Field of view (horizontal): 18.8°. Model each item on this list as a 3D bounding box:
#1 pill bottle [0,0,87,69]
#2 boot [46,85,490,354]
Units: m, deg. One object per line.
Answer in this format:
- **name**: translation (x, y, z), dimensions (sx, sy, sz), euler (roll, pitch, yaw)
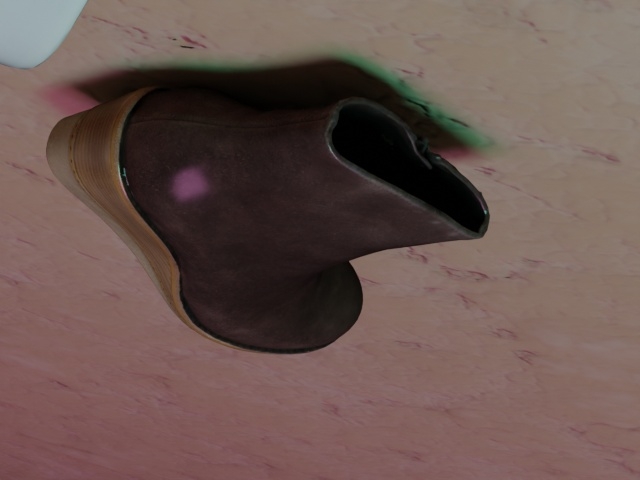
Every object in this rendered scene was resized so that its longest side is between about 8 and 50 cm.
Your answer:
- **pill bottle**: translation (-0.200, -0.160, 0.444), dimensions (0.334, 0.188, 0.188), euler (19, 163, -18)
- **boot**: translation (0.000, 0.000, 0.986), dimensions (0.207, 0.090, 0.248), euler (2, 157, 40)
